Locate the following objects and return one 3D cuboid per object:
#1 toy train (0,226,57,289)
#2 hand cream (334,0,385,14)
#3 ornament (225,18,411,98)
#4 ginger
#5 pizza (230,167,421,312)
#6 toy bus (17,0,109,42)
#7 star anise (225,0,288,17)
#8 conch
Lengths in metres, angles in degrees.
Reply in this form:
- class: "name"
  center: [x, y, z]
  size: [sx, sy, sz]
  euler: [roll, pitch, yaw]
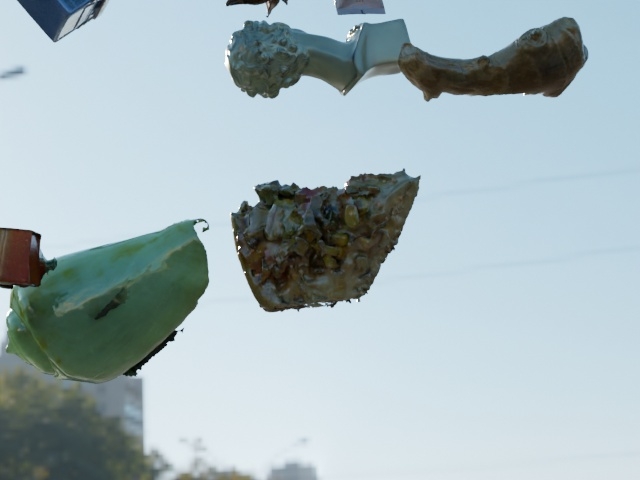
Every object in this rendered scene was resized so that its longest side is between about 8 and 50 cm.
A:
- class: "toy train"
  center: [-0.326, 0.020, 1.556]
  size: [0.118, 0.074, 0.176]
  euler: [5, -6, 4]
- class: "hand cream"
  center: [0.039, -0.363, 2.023]
  size: [0.084, 0.142, 0.053]
  euler: [-8, -4, -38]
- class: "ornament"
  center: [-0.001, -0.274, 2.315]
  size: [0.285, 0.120, 0.130]
  euler: [-3, -13, -2]
- class: "ginger"
  center: [0.257, -0.261, 2.250]
  size: [0.295, 0.086, 0.131]
  euler: [-4, -42, -14]
- class: "pizza"
  center: [0.000, 0.000, 1.670]
  size: [0.226, 0.147, 0.069]
  euler: [-6, -9, 27]
- class: "toy bus"
  center: [-0.452, -0.447, 2.477]
  size: [0.133, 0.234, 0.116]
  euler: [-41, -1, -30]
- class: "star anise"
  center: [-0.047, -0.338, 1.986]
  size: [0.129, 0.056, 0.124]
  euler: [-1, -43, -32]
- class: "conch"
  center: [-0.233, 0.078, 1.724]
  size: [0.251, 0.143, 0.137]
  euler: [-13, -15, -7]
